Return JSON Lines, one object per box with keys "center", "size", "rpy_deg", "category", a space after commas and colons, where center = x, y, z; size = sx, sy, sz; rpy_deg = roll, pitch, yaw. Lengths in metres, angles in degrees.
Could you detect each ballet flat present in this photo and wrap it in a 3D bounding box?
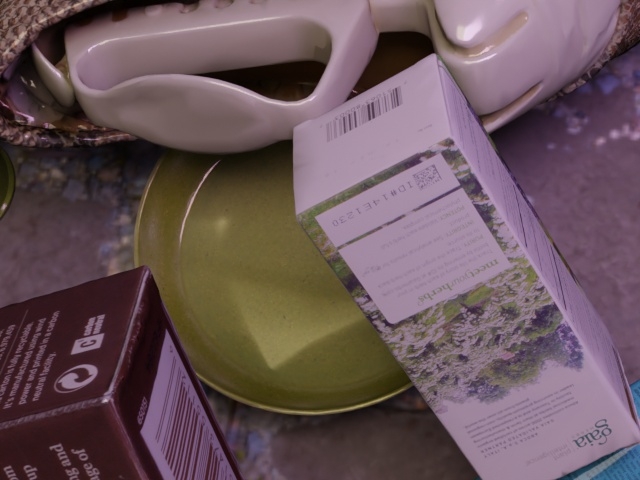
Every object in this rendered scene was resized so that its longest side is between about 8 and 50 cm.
{"center": [0.019, -0.121, 0.908], "size": [0.483, 0.164, 0.182], "rpy_deg": [-8, 33, 9], "category": "ballet flat"}

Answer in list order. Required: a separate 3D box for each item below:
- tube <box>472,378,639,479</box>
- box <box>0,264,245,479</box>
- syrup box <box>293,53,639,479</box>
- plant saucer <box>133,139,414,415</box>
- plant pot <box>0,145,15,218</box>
{"center": [0.147, 0.146, 0.901], "size": [0.207, 0.052, 0.080], "rpy_deg": [-34, 62, 2], "category": "tube"}
{"center": [-0.239, 0.170, 0.838], "size": [0.381, 0.191, 0.143], "rpy_deg": [-16, 26, 10], "category": "box"}
{"center": [0.084, 0.026, 0.842], "size": [0.093, 0.237, 0.096], "rpy_deg": [-27, 31, 16], "category": "syrup box"}
{"center": [0.000, 0.000, 0.983], "size": [0.241, 0.037, 0.241], "rpy_deg": [-3, 69, 8], "category": "plant saucer"}
{"center": [-0.259, -0.050, 1.022], "size": [0.083, 0.079, 0.083], "rpy_deg": [-3, 70, 8], "category": "plant pot"}
